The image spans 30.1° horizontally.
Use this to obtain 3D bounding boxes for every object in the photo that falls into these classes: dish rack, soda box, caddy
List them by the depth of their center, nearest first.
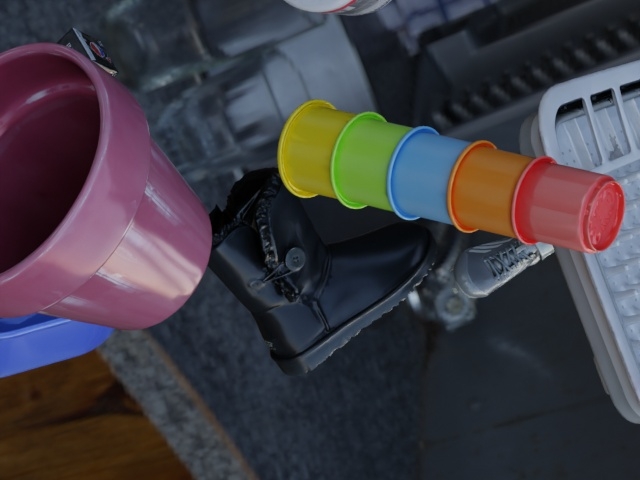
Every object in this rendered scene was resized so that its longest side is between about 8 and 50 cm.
[{"bbox_3d":[0.311,0.000,1.150,0.285,0.072,0.333,-20,89,-45],"label":"dish rack"},{"bbox_3d":[-0.321,-0.170,1.406,0.060,0.169,0.053,57,17,24],"label":"soda box"},{"bbox_3d":[-0.419,0.042,1.667,0.341,0.179,0.241,-15,60,-29],"label":"caddy"}]

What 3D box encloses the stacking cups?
[{"bbox_3d":[0.110,-0.059,1.027,0.096,0.316,0.096,-18,114,-47],"label":"stacking cups"}]

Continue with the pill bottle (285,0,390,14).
[{"bbox_3d":[0.040,-0.449,1.898,0.176,0.176,0.318,70,20,-3],"label":"pill bottle"}]

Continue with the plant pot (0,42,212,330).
[{"bbox_3d":[-0.184,-0.021,0.901,0.180,0.201,0.201,37,39,-51],"label":"plant pot"}]

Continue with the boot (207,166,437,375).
[{"bbox_3d":[0.000,0.000,1.297,0.094,0.246,0.207,23,-33,56],"label":"boot"}]

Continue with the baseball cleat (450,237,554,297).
[{"bbox_3d":[0.263,0.019,1.677,0.072,0.109,0.206,58,35,3],"label":"baseball cleat"}]
